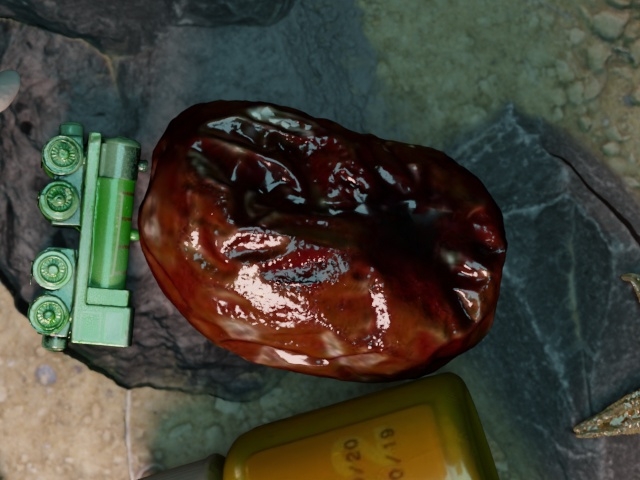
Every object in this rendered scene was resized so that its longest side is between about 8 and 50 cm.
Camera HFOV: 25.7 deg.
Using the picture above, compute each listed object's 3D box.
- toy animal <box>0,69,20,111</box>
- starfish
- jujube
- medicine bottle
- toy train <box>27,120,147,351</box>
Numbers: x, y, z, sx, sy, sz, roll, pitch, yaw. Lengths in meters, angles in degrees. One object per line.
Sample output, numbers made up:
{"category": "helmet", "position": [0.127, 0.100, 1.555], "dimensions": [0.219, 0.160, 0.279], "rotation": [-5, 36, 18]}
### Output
{"category": "toy animal", "position": [-0.408, -0.125, 1.465], "dimensions": [0.127, 0.193, 0.178], "rotation": [41, 77, -2]}
{"category": "starfish", "position": [0.404, 0.180, 1.578], "dimensions": [0.231, 0.048, 0.295], "rotation": [-39, 90, -5]}
{"category": "jujube", "position": [-0.001, 0.001, 1.451], "dimensions": [0.377, 0.276, 0.276], "rotation": [13, 86, -5]}
{"category": "medicine bottle", "position": [-0.008, 0.289, 1.435], "dimensions": [0.385, 0.224, 0.224], "rotation": [-17, 89, 7]}
{"category": "toy train", "position": [-0.253, -0.002, 1.523], "dimensions": [0.119, 0.085, 0.251], "rotation": [6, 89, -10]}
